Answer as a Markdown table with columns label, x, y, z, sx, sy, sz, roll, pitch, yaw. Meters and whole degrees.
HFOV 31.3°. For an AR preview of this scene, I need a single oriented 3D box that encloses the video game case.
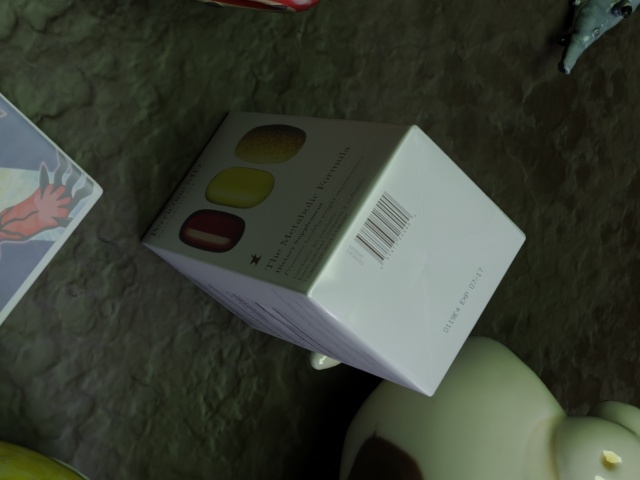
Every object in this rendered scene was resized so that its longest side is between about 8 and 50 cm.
| label | x | y | z | sx | sy | sz | roll | pitch | yaw |
| --- | --- | --- | --- | --- | --- | --- | --- | --- | --- |
| video game case | -0.270 | -0.013 | 0.781 | 0.201 | 0.023 | 0.183 | -55 | 130 | -15 |

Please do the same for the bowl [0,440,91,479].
| label | x | y | z | sx | sy | sz | roll | pitch | yaw |
| --- | --- | --- | --- | --- | --- | --- | --- | --- | --- |
| bowl | -0.218 | 0.235 | 0.771 | 0.156 | 0.289 | 0.289 | -65 | 138 | -63 |

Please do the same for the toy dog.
| label | x | y | z | sx | sy | sz | roll | pitch | yaw |
| --- | --- | --- | --- | --- | --- | --- | --- | --- | --- |
| toy dog | 0.101 | 0.282 | 0.864 | 0.395 | 0.284 | 0.408 | 55 | 45 | -18 |

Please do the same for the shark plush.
| label | x | y | z | sx | sy | sz | roll | pitch | yaw |
| --- | --- | --- | --- | --- | --- | --- | --- | --- | --- |
| shark plush | 0.274 | -0.227 | 1.095 | 0.161 | 0.067 | 0.073 | -38 | 116 | -23 |

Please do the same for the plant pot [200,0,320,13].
| label | x | y | z | sx | sy | sz | roll | pitch | yaw |
| --- | --- | --- | --- | --- | --- | --- | --- | --- | --- |
| plant pot | -0.066 | -0.256 | 0.797 | 0.191 | 0.191 | 0.174 | 7 | 97 | -34 |

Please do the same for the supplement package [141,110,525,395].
| label | x | y | z | sx | sy | sz | roll | pitch | yaw |
| --- | --- | --- | --- | --- | --- | --- | --- | --- | --- |
| supplement package | 0.000 | 0.000 | 0.843 | 0.134 | 0.244 | 0.139 | 41 | 74 | -32 |
